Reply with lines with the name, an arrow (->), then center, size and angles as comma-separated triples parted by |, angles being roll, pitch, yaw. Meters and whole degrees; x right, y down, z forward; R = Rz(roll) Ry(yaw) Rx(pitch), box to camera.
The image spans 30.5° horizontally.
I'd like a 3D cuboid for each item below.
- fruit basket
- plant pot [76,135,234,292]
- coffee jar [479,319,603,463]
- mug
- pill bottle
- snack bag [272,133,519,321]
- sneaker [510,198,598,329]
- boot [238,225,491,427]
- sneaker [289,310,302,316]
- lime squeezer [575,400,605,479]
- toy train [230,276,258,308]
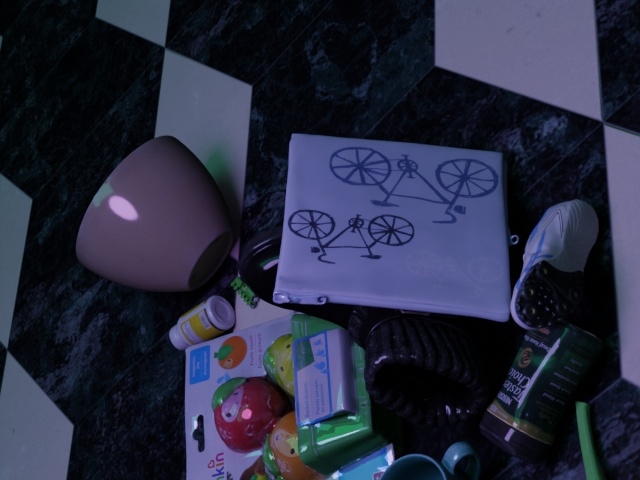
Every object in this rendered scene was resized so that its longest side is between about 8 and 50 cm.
fruit basket -> -0.061, 0.251, 1.735 | 0.353, 0.165, 0.327 | -15, 57, 19
plant pot -> -0.267, -0.016, 2.090 | 0.191, 0.284, 0.284 | 35, 98, 14
coffee jar -> 0.279, 0.188, 1.501 | 0.184, 0.079, 0.096 | -64, 28, 0
mug -> 0.156, 0.349, 1.537 | 0.157, 0.097, 0.130 | -28, 51, 34
pill bottle -> -0.210, 0.148, 2.061 | 0.116, 0.065, 0.065 | -32, 49, 32
snack bag -> 0.107, -0.020, 1.608 | 0.343, 0.323, 0.037 | -86, 2, -46
sneaker -> 0.294, 0.037, 1.517 | 0.086, 0.085, 0.237 | -35, 14, 45
boot -> 0.053, 0.110, 1.578 | 0.260, 0.347, 0.131 | -85, 2, -49
sneaker -> 0.000, 0.000, 1.892 | 0.153, 0.099, 0.282 | 23, 93, 57
lime squeezer -> 0.301, 0.348, 1.414 | 0.110, 0.058, 0.311 | 8, 77, 48
toy train -> -0.131, 0.090, 2.045 | 0.024, 0.017, 0.083 | -48, 41, 2
